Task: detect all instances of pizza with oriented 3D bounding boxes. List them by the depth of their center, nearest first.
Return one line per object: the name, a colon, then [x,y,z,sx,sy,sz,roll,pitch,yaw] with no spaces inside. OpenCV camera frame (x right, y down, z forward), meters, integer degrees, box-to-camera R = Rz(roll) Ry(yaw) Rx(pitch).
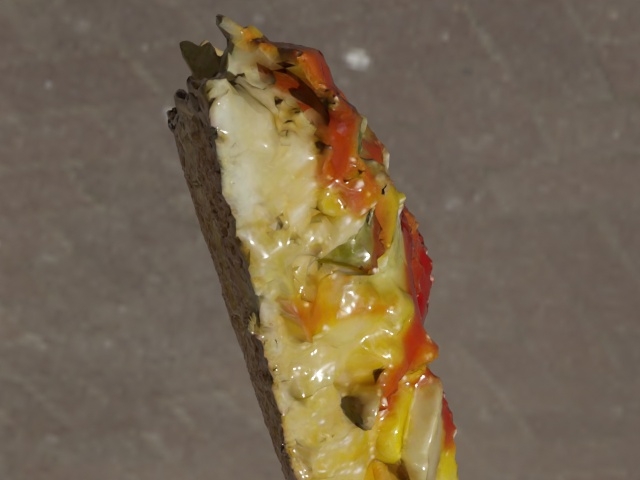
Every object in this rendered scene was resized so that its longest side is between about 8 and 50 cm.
pizza: [0.000,0.000,0.534,0.062,0.188,0.199,-20,158,-4]
